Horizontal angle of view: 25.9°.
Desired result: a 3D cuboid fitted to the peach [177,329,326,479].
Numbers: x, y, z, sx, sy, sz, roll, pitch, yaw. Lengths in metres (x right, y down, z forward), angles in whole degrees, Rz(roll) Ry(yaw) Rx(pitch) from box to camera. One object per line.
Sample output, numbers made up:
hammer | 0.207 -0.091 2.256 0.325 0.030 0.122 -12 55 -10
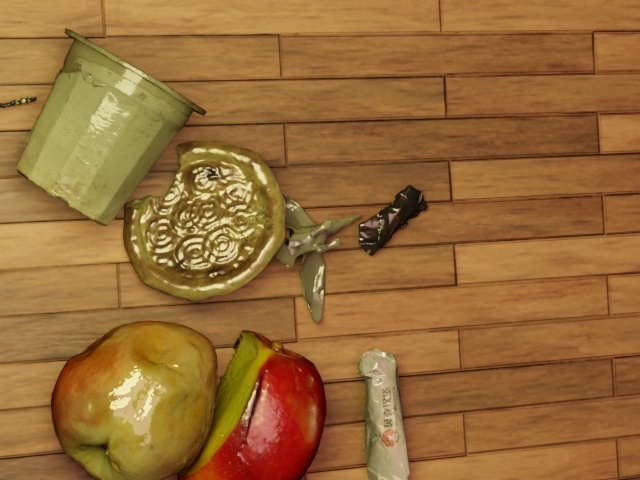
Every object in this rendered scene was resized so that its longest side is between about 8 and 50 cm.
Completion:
peach | -0.085 0.273 1.886 0.159 0.154 0.267 32 79 -16

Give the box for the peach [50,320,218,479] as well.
peach | -0.228 0.207 1.827 0.214 0.214 0.235 51 60 -10

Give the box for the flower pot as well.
flower pot | -0.293 -0.144 1.822 0.212 0.212 0.202 34 91 -14

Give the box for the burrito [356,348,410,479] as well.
burrito | 0.089 0.256 1.990 0.064 0.064 0.203 -7 92 -17

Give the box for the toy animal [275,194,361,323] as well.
toy animal | 0.000 0.000 1.951 0.155 0.095 0.219 -24 97 -12

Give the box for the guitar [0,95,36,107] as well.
guitar | -0.486 -0.184 1.818 0.233 0.088 0.025 -4 91 -27

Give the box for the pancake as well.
pancake | -0.157 -0.026 1.896 0.212 0.029 0.235 34 82 10

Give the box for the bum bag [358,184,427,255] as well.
bum bag | 0.102 -0.032 2.012 0.124 0.034 0.058 -40 126 -20
